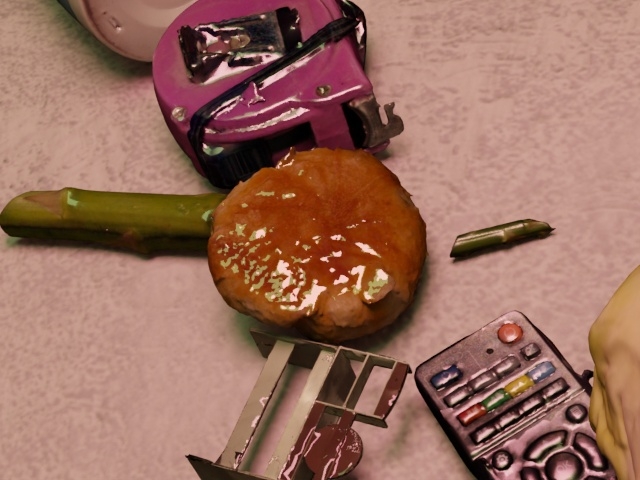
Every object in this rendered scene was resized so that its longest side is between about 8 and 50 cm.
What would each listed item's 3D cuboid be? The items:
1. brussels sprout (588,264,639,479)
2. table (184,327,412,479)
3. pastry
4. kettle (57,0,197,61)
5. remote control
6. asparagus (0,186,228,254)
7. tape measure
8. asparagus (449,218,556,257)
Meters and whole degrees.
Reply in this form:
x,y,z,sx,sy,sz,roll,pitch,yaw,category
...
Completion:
x,y,z,sx,sy,sz,roll,pitch,yaw,category
0.336,0.128,1.115,0.317,0.242,0.273,-8,64,-39,brussels sprout
-0.014,0.169,1.329,0.175,0.062,0.146,12,59,26,table
0.000,0.000,1.413,0.218,0.100,0.229,19,59,18,pastry
-0.223,-0.398,1.735,0.319,0.247,0.342,-12,36,-33,kettle
0.231,0.223,1.212,0.145,0.062,0.399,-30,50,-6,remote control
-0.214,-0.024,1.537,0.278,0.067,0.060,5,18,19,asparagus
-0.055,-0.176,1.540,0.245,0.149,0.231,-21,52,1,tape measure
0.179,-0.004,1.421,0.108,0.025,0.021,-14,72,4,asparagus
